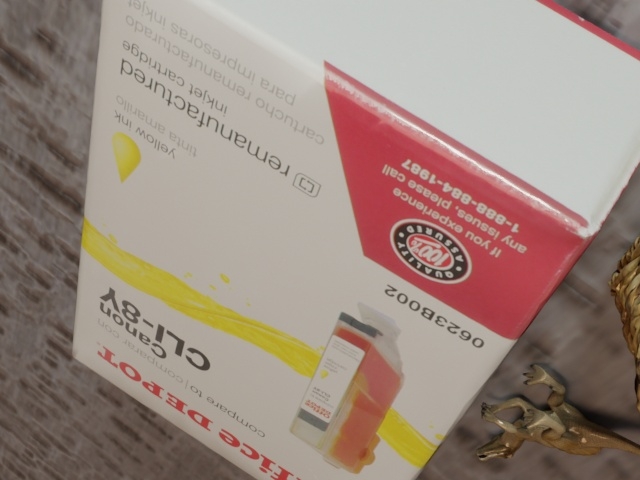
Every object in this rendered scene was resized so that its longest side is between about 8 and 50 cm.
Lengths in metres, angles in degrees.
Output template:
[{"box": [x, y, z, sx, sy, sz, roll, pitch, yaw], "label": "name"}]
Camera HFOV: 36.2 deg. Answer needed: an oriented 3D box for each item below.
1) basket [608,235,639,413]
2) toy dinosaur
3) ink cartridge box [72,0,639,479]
[{"box": [0.325, 0.056, 0.496, 0.299, 0.223, 0.213, 36, 107, 4], "label": "basket"}, {"box": [0.183, 0.139, 0.730, 0.092, 0.053, 0.183, 43, 151, -28], "label": "toy dinosaur"}, {"box": [0.000, 0.000, 0.640, 0.279, 0.160, 0.385, 32, 140, 9], "label": "ink cartridge box"}]
